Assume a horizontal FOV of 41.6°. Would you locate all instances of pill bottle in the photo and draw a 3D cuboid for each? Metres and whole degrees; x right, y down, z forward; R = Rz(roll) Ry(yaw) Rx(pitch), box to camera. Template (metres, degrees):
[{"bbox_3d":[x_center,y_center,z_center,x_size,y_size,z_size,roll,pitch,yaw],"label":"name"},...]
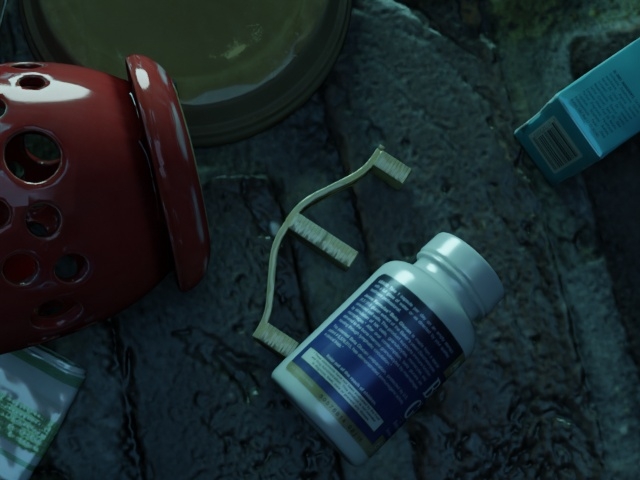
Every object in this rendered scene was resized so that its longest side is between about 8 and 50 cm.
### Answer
[{"bbox_3d":[0.054,0.075,0.623,0.169,0.094,0.094,-43,86,-11],"label":"pill bottle"}]

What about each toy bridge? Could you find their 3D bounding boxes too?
[{"bbox_3d":[0.000,0.000,0.666,0.063,0.026,0.188,33,78,2],"label":"toy bridge"}]

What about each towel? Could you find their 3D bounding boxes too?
[{"bbox_3d":[-0.257,0.138,0.618,0.113,0.023,0.152,27,79,1],"label":"towel"}]

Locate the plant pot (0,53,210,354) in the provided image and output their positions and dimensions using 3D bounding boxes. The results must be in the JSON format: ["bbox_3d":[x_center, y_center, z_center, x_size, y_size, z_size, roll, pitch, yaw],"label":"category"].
[{"bbox_3d":[-0.172,-0.031,0.574,0.174,0.191,0.191,-13,81,-10],"label":"plant pot"}]

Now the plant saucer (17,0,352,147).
[{"bbox_3d":[-0.110,-0.213,0.689,0.277,0.041,0.278,1,80,-4],"label":"plant saucer"}]

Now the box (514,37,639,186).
[{"bbox_3d":[0.281,-0.141,0.681,0.244,0.100,0.060,-34,86,-10],"label":"box"}]

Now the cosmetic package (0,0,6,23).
[{"bbox_3d":[-0.387,-0.265,0.616,0.296,0.153,0.129,10,80,-2],"label":"cosmetic package"}]
